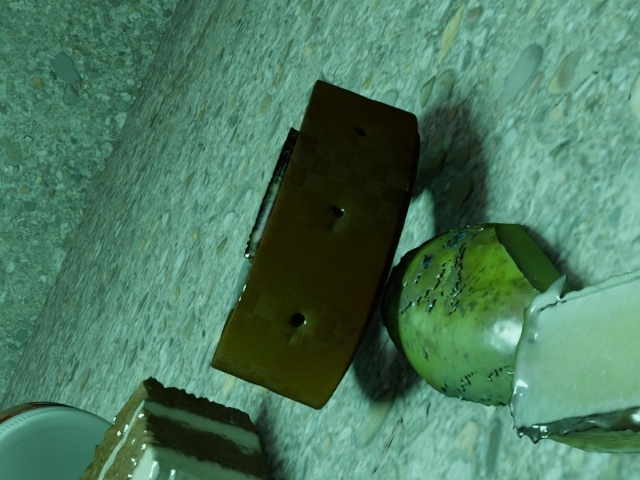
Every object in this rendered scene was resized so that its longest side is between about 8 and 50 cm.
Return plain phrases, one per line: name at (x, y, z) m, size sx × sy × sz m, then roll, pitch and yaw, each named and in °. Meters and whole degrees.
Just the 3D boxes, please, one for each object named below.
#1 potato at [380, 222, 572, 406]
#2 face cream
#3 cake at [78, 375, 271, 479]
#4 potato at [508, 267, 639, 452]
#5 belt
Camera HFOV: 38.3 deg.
potato at (0.090, 0.038, 0.574) m, size 0.119 × 0.054 × 0.198 m, roll -59°, pitch 21°, yaw 6°
face cream at (-0.305, 0.284, 1.027) m, size 0.187 × 0.201 × 0.201 m, roll -15°, pitch 52°, yaw 64°
cake at (-0.120, 0.214, 0.773) m, size 0.135 × 0.134 × 0.147 m, roll -61°, pitch 30°, yaw 8°
potato at (0.142, 0.055, 0.412) m, size 0.122 × 0.061 × 0.086 m, roll -30°, pitch 39°, yaw 60°
belt at (0.000, 0.000, 0.695) m, size 0.261 × 0.105 × 0.184 m, roll -75°, pitch 7°, yaw -46°
